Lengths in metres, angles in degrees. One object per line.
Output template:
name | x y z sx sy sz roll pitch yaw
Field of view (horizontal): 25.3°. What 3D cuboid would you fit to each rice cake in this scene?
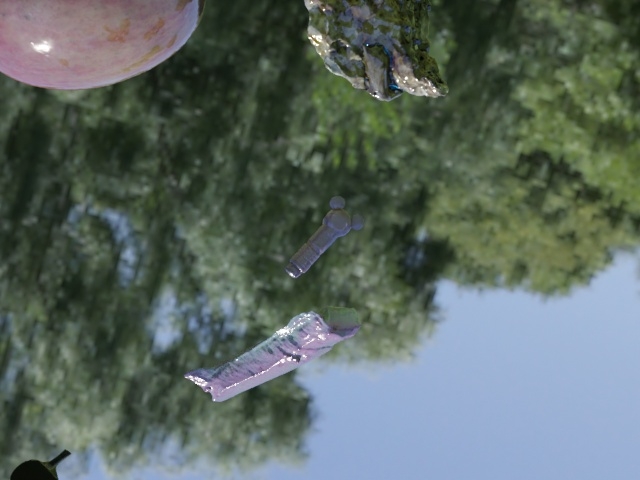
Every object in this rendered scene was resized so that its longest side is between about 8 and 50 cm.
rice cake | -0.064 0.146 1.805 0.081 0.051 0.290 14 150 -37

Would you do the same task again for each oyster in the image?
oyster | 0.079 -0.298 1.952 0.223 0.214 0.083 -7 -178 -33

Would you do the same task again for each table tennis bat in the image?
table tennis bat | -0.321 0.268 1.643 0.050 0.007 0.083 37 -132 16

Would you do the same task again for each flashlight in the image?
flashlight | 0.000 0.000 1.698 0.052 0.110 0.031 44 177 -12

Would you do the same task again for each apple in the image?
apple | -0.220 -0.319 1.446 0.269 0.344 0.345 11 -169 19
